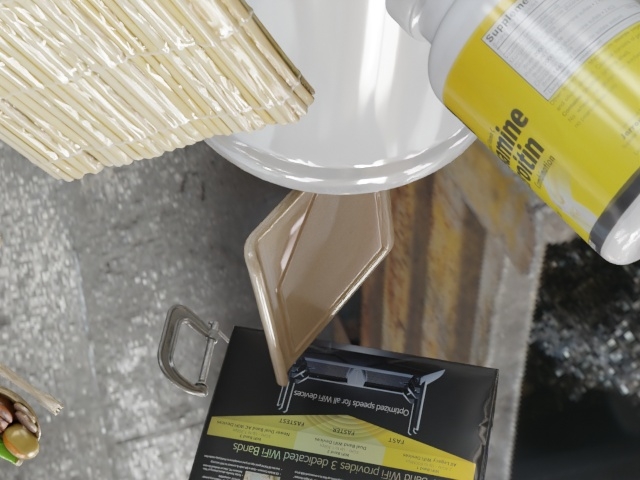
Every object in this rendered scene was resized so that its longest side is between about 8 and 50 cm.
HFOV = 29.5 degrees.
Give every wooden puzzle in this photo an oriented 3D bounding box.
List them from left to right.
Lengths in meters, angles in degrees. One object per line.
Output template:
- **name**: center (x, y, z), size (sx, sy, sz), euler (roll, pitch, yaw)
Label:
- **wooden puzzle**: center (0.000, 0.000, 1.225), size (0.239, 0.044, 0.221), euler (-53, 152, -29)

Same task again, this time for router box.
- **router box**: center (0.025, 0.237, 1.323), size (0.308, 0.243, 0.081), euler (9, 148, 11)

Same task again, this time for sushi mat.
- **sushi mat**: center (-0.122, -0.102, 0.495), size (0.151, 0.019, 0.316), euler (-14, 158, 15)

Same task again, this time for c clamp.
- **c clamp**: center (-0.171, 0.158, 1.703), size (0.022, 0.161, 0.137), euler (-28, 117, 28)

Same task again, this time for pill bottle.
- **pill bottle**: center (0.120, -0.083, 0.611), size (0.103, 0.184, 0.103), euler (-37, 160, -16)

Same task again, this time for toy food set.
- **toy food set**: center (-0.440, 0.250, 1.675), size (0.132, 0.038, 0.192), euler (35, 133, -5)

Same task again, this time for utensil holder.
- **utensil holder**: center (0.023, -0.267, 0.956), size (0.327, 0.328, 0.385), euler (-15, 156, -9)

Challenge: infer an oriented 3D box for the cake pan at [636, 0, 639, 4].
- **cake pan**: center (0.284, -0.158, 1.051), size (0.293, 0.054, 0.293), euler (-16, 133, -18)
